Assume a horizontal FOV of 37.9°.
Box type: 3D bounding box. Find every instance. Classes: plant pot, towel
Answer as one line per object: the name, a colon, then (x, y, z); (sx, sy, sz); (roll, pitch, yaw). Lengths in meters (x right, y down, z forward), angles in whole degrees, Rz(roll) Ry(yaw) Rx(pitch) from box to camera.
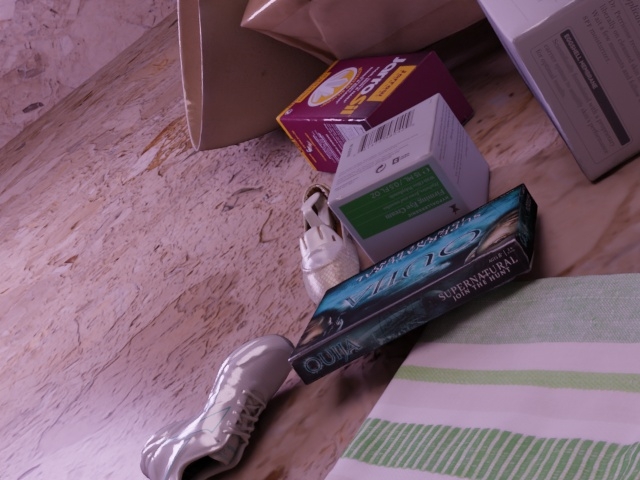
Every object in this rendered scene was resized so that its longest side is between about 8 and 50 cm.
plant pot: (-0.075, -0.262, 1.190); (0.190, 0.284, 0.284); (-5, 21, -12)
towel: (0.077, 0.133, 0.496); (0.247, 0.038, 0.325); (-10, 34, 52)

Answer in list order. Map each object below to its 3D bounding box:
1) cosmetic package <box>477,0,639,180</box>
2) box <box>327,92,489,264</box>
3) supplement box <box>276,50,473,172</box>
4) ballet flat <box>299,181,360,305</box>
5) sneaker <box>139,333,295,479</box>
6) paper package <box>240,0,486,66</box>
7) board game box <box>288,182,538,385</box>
cosmetic package: (0.253, -0.199, 0.732); (0.224, 0.138, 0.224); (-31, 25, 14)
box: (0.075, -0.046, 0.772); (0.101, 0.087, 0.102); (-25, 28, 28)
supplement box: (0.051, -0.128, 0.954); (0.104, 0.081, 0.188); (-46, 26, -16)
ballet flat: (0.000, 0.000, 0.839); (0.057, 0.052, 0.168); (-32, 25, 14)
sneaker: (-0.068, 0.138, 0.708); (0.152, 0.054, 0.061); (-48, 34, -5)
paper package: (0.084, -0.374, 0.985); (0.309, 0.168, 0.325); (-17, 56, 60)
board game box: (0.070, 0.030, 0.679); (0.186, 0.026, 0.126); (-31, 10, 22)
